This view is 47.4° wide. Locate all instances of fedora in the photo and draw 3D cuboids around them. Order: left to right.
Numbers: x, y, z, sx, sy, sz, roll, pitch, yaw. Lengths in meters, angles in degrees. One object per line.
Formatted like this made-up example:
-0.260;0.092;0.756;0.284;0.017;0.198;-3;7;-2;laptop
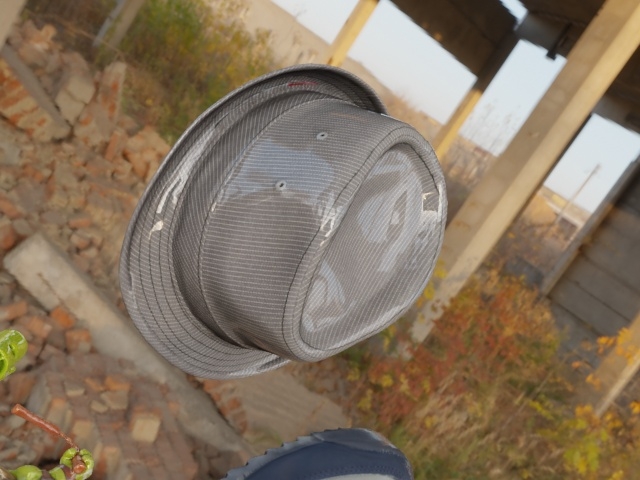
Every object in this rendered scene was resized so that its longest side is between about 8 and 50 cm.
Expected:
0.000;0.000;0.554;0.124;0.275;0.243;20;-32;44;fedora

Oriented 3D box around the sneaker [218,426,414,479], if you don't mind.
-0.033;0.179;0.296;0.131;0.112;0.319;22;24;37;sneaker

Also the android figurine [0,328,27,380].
-0.455;0.173;0.828;0.273;0.248;0.056;-133;-160;-84;android figurine

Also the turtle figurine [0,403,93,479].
-0.277;0.230;0.607;0.217;0.087;0.269;31;3;30;turtle figurine
